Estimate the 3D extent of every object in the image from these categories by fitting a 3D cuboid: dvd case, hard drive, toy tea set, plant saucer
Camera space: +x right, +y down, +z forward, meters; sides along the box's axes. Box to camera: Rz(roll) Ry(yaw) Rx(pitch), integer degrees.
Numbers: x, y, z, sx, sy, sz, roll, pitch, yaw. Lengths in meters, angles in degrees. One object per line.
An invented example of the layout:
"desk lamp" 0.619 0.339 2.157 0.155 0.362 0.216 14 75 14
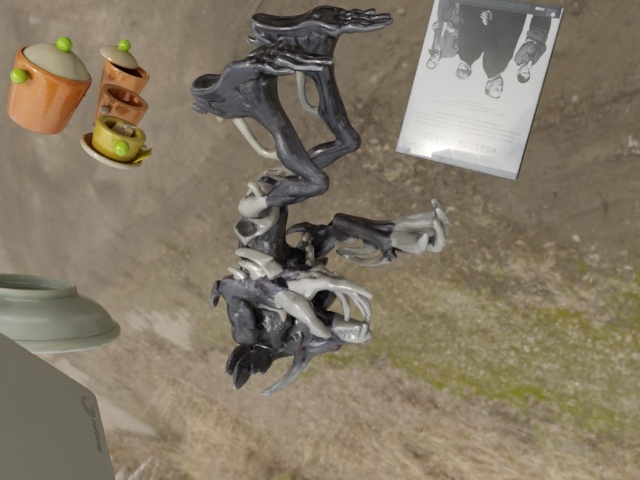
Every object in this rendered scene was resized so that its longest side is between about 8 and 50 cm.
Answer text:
"dvd case" 0.220 -0.221 1.006 0.179 0.239 0.029 16 -172 19
"hard drive" -0.313 0.163 0.653 0.233 0.047 0.353 58 -178 43
"toy tea set" -0.324 -0.237 1.029 0.200 0.124 0.336 21 -156 -23
"plant saucer" -0.595 0.128 1.407 0.400 0.101 0.400 7 -177 0

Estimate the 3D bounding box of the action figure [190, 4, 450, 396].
"action figure" 0.000 0.000 0.475 0.141 0.164 0.276 13 127 24
